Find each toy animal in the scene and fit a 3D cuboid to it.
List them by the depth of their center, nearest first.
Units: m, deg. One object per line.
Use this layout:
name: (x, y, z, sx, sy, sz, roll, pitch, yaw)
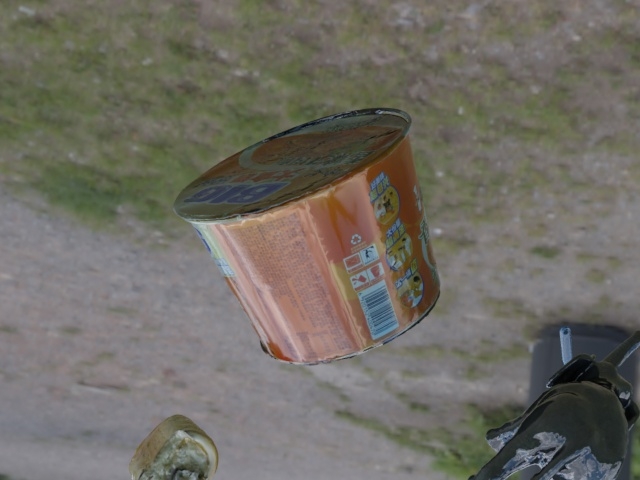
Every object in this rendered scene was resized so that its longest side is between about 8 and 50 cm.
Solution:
toy animal: (0.210, 0.160, 0.920, 0.082, 0.269, 0.137, 48, 117, 7)

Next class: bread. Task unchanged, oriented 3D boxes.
bread: (-0.199, 0.301, 1.469, 0.084, 0.119, 0.177, 43, 173, -16)

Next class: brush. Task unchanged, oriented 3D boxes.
brush: (0.459, 0.223, 2.005, 0.051, 0.014, 0.164, -23, 125, -16)

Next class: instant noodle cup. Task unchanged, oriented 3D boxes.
instant noodle cup: (0.000, 0.000, 1.262, 0.296, 0.296, 0.214, -6, 114, 34)
